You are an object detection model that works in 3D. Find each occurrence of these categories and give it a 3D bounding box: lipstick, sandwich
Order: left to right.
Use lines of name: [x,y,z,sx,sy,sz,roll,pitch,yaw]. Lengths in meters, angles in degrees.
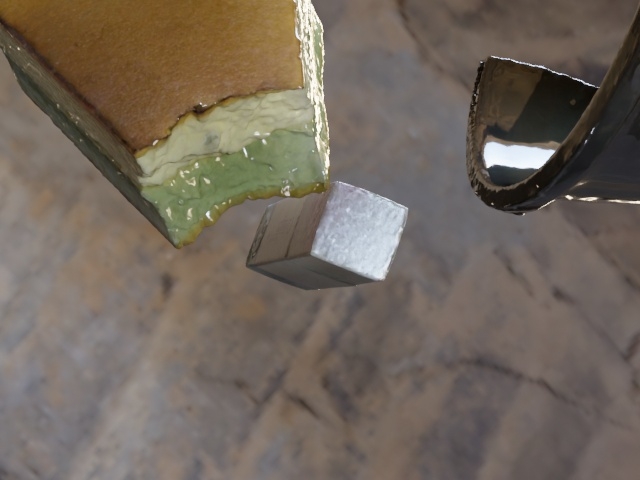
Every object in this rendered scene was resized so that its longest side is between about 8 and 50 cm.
sandwich: [-0.110,-0.094,1.114,0.220,0.108,0.186,-7,51,6]
lipstick: [0.000,0.000,1.501,0.317,0.068,0.066,168,124,-78]

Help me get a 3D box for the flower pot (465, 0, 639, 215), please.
flower pot: [0.317,-0.158,1.529,0.379,0.251,0.379,-60,16,30]
